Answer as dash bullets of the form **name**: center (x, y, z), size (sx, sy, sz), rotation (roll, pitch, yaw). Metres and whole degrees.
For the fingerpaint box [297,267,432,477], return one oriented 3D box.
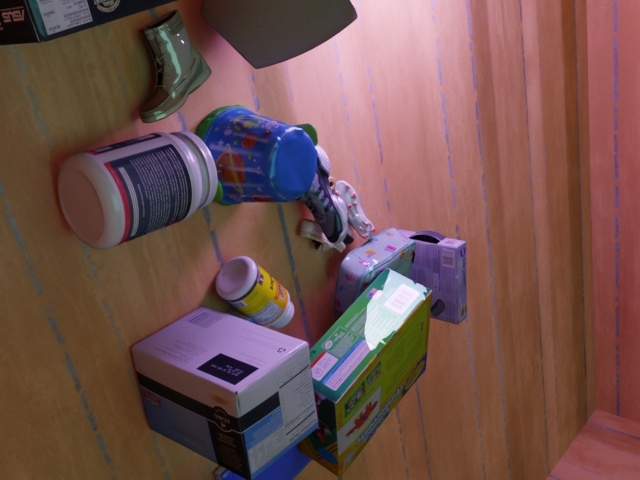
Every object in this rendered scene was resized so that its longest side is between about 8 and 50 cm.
- **fingerpaint box**: center (0.115, 0.358, 2.134), size (0.445, 0.163, 0.371), rotation (-44, 147, -32)

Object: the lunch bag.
- **lunch bag**: center (0.163, 0.105, 2.267), size (0.279, 0.107, 0.224), rotation (-30, 139, -40)

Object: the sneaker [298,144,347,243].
- **sneaker**: center (-0.031, -0.104, 1.999), size (0.153, 0.101, 0.269), rotation (-23, 99, -38)

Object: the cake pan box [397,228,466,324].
- **cake pan box**: center (0.327, 0.104, 2.384), size (0.070, 0.245, 0.267), rotation (-27, 118, -47)

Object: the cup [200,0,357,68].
- **cup**: center (-0.117, -0.512, 1.675), size (0.237, 0.331, 0.331), rotation (-46, 137, 4)

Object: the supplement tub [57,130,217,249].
- **supplement tub**: center (-0.361, -0.108, 1.554), size (0.272, 0.191, 0.191), rotation (-25, 118, -43)

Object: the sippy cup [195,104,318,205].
- **sippy cup**: center (-0.137, -0.184, 1.774), size (0.240, 0.224, 0.306), rotation (43, 67, -47)

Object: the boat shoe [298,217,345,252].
- **boat shoe**: center (0.000, 0.000, 2.117), size (0.170, 0.063, 0.059), rotation (34, 76, -39)

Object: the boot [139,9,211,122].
- **boot**: center (-0.329, -0.360, 1.614), size (0.213, 0.077, 0.165), rotation (-54, 136, -32)

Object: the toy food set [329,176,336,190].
- **toy food set**: center (0.007, -0.140, 2.113), size (0.083, 0.020, 0.083), rotation (24, 82, -50)

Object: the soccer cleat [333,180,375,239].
- **soccer cleat**: center (0.088, -0.085, 2.198), size (0.068, 0.076, 0.196), rotation (-35, 110, -5)

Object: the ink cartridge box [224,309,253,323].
- **ink cartridge box**: center (-0.198, 0.242, 1.922), size (0.052, 0.088, 0.123), rotation (-42, 129, -35)

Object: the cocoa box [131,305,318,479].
- **cocoa box**: center (-0.211, 0.327, 1.728), size (0.231, 0.347, 0.228), rotation (-30, 122, -42)

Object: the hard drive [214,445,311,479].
- **hard drive**: center (-0.139, 0.606, 2.128), size (0.318, 0.040, 0.210), rotation (-38, 127, -37)

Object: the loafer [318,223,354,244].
- **loafer**: center (0.039, -0.045, 2.156), size (0.148, 0.056, 0.050), rotation (47, 27, -37)

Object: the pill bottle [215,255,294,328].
- **pill bottle**: center (-0.154, 0.136, 1.922), size (0.215, 0.117, 0.117), rotation (45, 66, -46)

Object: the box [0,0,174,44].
- **box**: center (-0.401, -0.425, 1.322), size (0.395, 0.318, 0.097), rotation (-35, 125, -40)
